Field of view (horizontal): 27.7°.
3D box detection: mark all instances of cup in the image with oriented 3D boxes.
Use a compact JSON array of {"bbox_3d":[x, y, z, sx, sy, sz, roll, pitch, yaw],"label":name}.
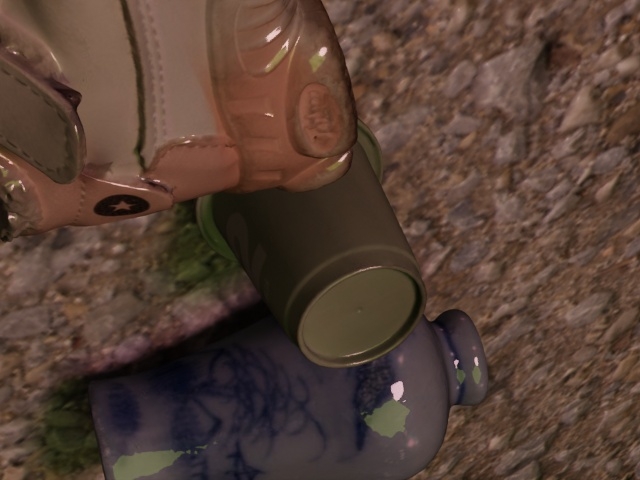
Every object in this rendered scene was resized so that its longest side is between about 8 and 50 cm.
[{"bbox_3d":[0.000,0.000,0.749,0.120,0.141,0.120,-17,138,-16],"label":"cup"}]

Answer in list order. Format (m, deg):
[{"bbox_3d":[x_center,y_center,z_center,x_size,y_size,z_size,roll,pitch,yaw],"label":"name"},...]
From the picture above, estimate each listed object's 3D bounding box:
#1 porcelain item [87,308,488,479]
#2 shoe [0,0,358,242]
[{"bbox_3d":[-0.019,0.106,0.853,0.259,0.141,0.141,-14,137,-10],"label":"porcelain item"},{"bbox_3d":[-0.105,-0.127,0.533,0.198,0.172,0.351,-23,136,-6],"label":"shoe"}]
